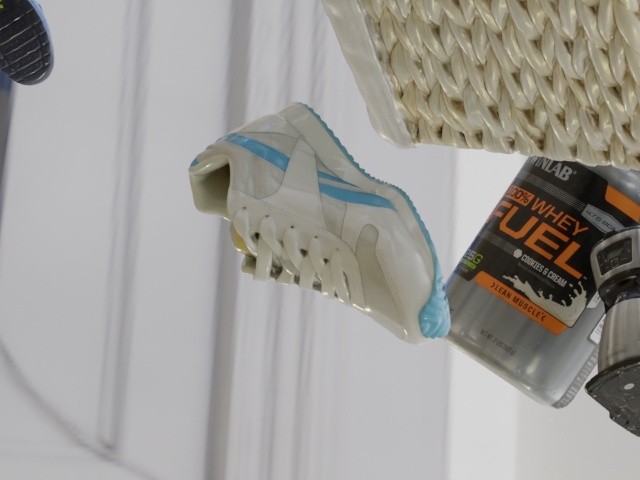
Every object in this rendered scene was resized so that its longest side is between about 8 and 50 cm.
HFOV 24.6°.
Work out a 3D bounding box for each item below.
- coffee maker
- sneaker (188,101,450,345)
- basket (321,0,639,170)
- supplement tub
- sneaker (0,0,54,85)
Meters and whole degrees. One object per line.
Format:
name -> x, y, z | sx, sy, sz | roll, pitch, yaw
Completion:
coffee maker -> 0.333, 0.100, 1.451 | 0.120, 0.171, 0.178 | -10, -134, 21
sneaker -> 0.000, 0.000, 0.892 | 0.228, 0.092, 0.087 | 44, -27, 48
basket -> 0.175, -0.269, 1.013 | 0.266, 0.331, 0.328 | 12, -129, 38
supplement tub -> 0.277, 0.014, 1.646 | 0.316, 0.193, 0.193 | -57, -149, 0
sneaker -> -0.248, -0.192, 1.153 | 0.059, 0.053, 0.144 | -73, 139, -74
